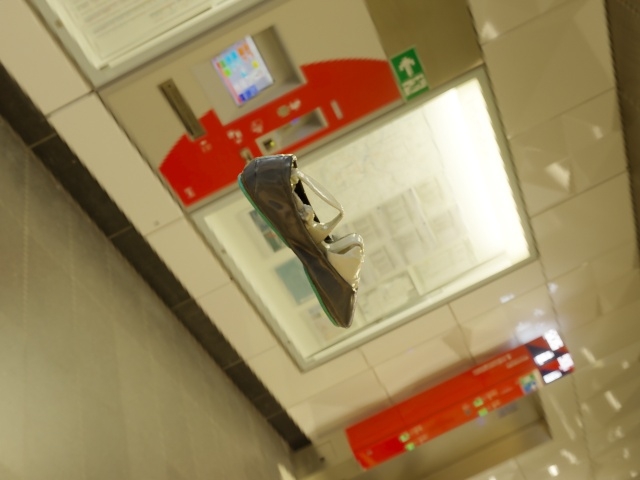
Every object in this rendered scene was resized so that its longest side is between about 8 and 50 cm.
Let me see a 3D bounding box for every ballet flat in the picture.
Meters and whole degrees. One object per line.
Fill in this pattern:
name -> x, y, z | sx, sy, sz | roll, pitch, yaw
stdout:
ballet flat -> 0.000, 0.000, 0.760 | 0.203, 0.074, 0.074 | 57, 6, -25
